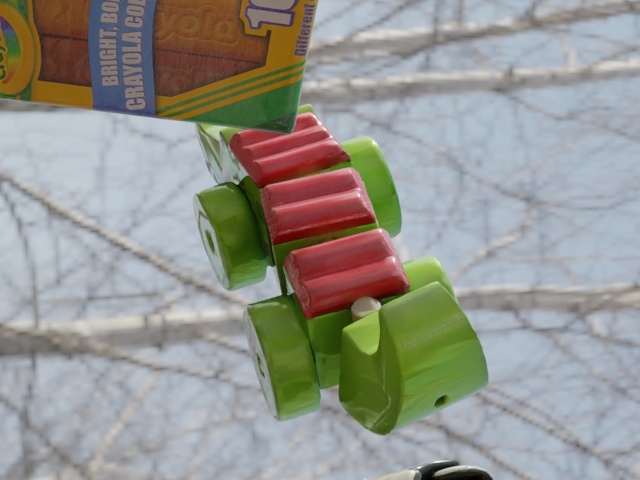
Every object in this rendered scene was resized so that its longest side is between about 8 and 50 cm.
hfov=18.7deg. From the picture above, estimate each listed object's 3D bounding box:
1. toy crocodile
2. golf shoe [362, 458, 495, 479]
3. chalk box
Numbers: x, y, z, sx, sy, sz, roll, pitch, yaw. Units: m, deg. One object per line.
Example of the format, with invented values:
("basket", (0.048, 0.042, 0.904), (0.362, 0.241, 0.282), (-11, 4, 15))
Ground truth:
("toy crocodile", (0.000, 0.000, 1.095), (0.340, 0.115, 0.105), (-117, -165, -55))
("golf shoe", (0.046, 0.127, 0.798), (0.086, 0.176, 0.069), (-37, -109, 16))
("chalk box", (-0.111, -0.144, 0.903), (0.132, 0.213, 0.132), (-105, -158, -61))
